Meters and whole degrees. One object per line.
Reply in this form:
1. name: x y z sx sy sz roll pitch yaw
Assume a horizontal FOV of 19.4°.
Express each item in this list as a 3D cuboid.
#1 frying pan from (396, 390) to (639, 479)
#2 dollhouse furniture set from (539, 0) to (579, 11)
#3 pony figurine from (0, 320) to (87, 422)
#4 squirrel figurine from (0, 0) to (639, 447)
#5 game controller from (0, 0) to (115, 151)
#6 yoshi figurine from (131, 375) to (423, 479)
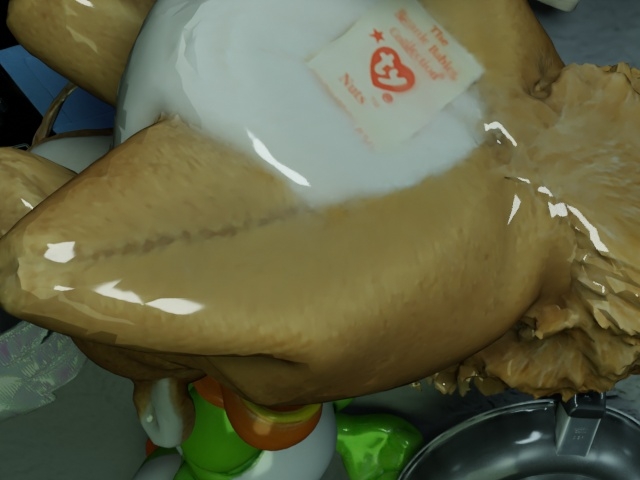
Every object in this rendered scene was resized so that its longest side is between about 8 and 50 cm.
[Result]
1. frying pan: 0.185 0.145 1.285 0.197 0.053 0.326 24 125 -29
2. dollhouse furniture set: 0.156 -0.169 0.950 0.129 0.129 0.184 21 133 -6
3. pony figurine: -0.362 0.085 1.222 0.351 0.363 0.303 -21 118 11
4. squirrel figurine: 0.000 0.000 0.983 0.397 0.281 0.370 14 156 -15
5. game controller: -0.095 -0.108 1.119 0.319 0.067 0.166 -11 129 25
6. yoshi figurine: -0.038 0.186 1.298 0.203 0.203 0.362 16 138 -10
